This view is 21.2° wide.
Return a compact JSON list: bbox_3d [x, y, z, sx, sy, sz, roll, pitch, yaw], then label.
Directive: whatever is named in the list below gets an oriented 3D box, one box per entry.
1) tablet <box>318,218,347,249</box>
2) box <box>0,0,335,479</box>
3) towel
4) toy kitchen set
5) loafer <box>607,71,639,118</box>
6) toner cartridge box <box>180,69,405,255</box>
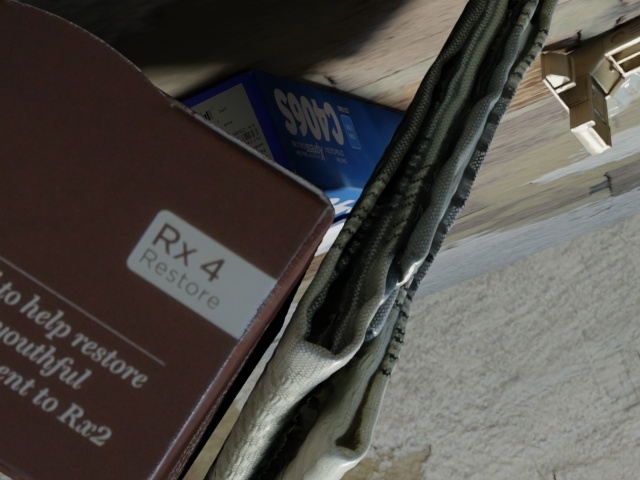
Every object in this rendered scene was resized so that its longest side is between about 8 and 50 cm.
[{"bbox_3d":[0.000,0.000,1.186,0.083,0.006,0.054,-27,171,34],"label":"tablet"},{"bbox_3d":[-0.117,0.019,0.721,0.143,0.191,0.381,-57,178,-11],"label":"box"},{"bbox_3d":[0.028,0.016,0.848,0.312,0.056,0.324,-61,178,-33],"label":"towel"},{"bbox_3d":[0.209,-0.123,1.244,0.075,0.083,0.068,-25,130,28],"label":"toy kitchen set"},{"bbox_3d":[0.260,-0.140,1.396,0.125,0.039,0.045,-27,138,23],"label":"loafer"},{"bbox_3d":[-0.043,-0.033,1.145,0.165,0.075,0.348,-22,173,17],"label":"toner cartridge box"}]
